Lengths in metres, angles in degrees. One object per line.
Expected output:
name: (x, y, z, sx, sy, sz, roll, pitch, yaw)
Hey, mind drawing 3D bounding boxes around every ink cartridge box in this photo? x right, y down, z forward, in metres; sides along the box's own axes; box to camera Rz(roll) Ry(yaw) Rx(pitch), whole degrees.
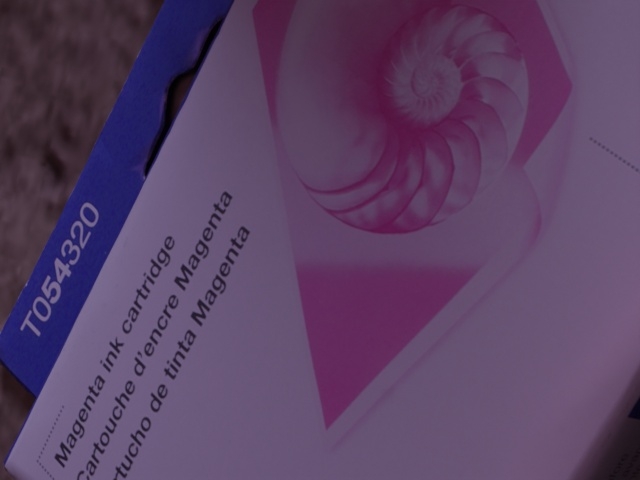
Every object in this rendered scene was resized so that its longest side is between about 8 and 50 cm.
ink cartridge box: (0.000, 0.000, 0.723, 0.330, 0.071, 0.324, 38, 108, 35)
